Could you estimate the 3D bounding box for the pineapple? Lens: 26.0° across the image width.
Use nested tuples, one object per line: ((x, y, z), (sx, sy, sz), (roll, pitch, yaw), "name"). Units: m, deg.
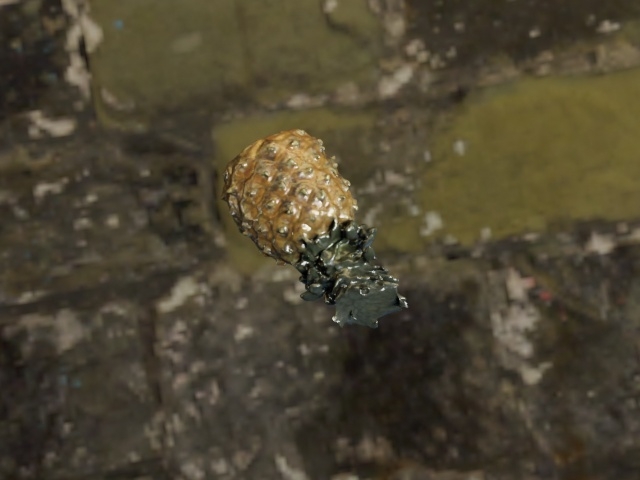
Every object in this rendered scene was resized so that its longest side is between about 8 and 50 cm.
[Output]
((0.000, 0.000, 1.723), (0.157, 0.279, 0.158), (-31, 161, -12), "pineapple")
